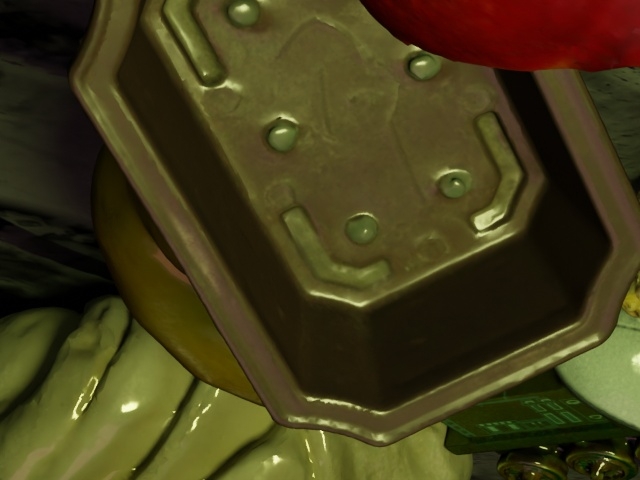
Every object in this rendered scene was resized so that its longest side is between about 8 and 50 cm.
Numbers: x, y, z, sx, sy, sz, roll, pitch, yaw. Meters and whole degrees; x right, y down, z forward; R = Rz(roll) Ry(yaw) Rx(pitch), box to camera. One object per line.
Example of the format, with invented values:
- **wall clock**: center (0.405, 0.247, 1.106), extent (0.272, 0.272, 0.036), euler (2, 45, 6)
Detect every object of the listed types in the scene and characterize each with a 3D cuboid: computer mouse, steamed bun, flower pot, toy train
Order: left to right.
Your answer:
- **steamed bun**: center (-0.095, 0.188, 1.372), extent (0.339, 0.247, 0.352), euler (-8, 159, 39)
- **flower pot**: center (0.017, -0.047, 0.795), extent (0.178, 0.084, 0.251), euler (-26, 119, 7)
- **toy train**: center (0.164, 0.100, 1.273), extent (0.137, 0.090, 0.225), euler (32, 149, -34)
- **computer mouse**: center (0.237, 0.077, 1.139), extent (0.229, 0.113, 0.068), euler (18, 168, -22)

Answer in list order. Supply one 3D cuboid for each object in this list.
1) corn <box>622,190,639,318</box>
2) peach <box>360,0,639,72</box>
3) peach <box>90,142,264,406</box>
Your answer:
- **corn**: center (0.258, 0.035, 1.046), extent (0.244, 0.093, 0.093), euler (22, 155, -33)
- **peach**: center (0.080, -0.124, 0.556), extent (0.190, 0.190, 0.192), euler (7, 141, 2)
- **peach**: center (0.000, 0.000, 0.990), extent (0.251, 0.153, 0.251), euler (16, 148, 10)
